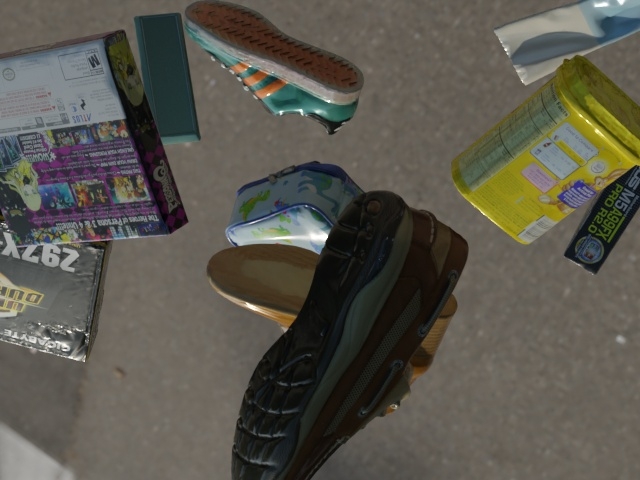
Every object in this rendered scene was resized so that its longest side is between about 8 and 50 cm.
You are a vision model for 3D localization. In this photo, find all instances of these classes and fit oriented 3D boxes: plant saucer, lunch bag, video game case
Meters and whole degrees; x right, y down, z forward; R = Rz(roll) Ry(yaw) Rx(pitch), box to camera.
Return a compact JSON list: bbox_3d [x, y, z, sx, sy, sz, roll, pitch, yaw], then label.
[{"bbox_3d":[-0.210,-0.225,1.875,0.067,0.192,0.018,-7,165,-12],"label":"plant saucer"},{"bbox_3d":[0.000,0.000,1.717,0.176,0.090,0.219,-18,134,40],"label":"lunch bag"},{"bbox_3d":[-0.263,-0.099,1.421,0.232,0.042,0.210,-5,111,36],"label":"video game case"}]

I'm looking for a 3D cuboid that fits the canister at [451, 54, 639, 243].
[{"bbox_3d":[0.228,-0.085,1.351,0.126,0.073,0.170,38,122,-21],"label":"canister"}]

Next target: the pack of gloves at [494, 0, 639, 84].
[{"bbox_3d":[0.275,-0.274,1.412,0.232,0.046,0.195,-25,123,19],"label":"pack of gloves"}]

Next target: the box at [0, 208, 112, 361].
[{"bbox_3d":[-0.461,0.029,1.924,0.322,0.079,0.257,15,133,-4],"label":"box"}]

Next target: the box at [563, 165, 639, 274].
[{"bbox_3d":[0.469,-0.085,2.105,0.060,0.270,0.216,31,113,8],"label":"box"}]

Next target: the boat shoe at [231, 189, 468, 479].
[{"bbox_3d":[0.028,0.114,1.213,0.120,0.324,0.122,18,-157,-25],"label":"boat shoe"}]

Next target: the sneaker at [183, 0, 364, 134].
[{"bbox_3d":[-0.084,-0.257,2.097,0.302,0.108,0.121,29,134,10],"label":"sneaker"}]

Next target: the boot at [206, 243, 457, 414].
[{"bbox_3d":[-0.012,0.118,1.492,0.295,0.104,0.211,11,132,-22],"label":"boot"}]
